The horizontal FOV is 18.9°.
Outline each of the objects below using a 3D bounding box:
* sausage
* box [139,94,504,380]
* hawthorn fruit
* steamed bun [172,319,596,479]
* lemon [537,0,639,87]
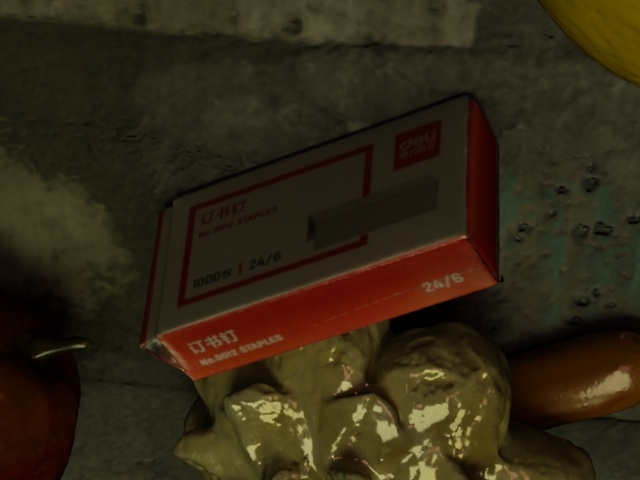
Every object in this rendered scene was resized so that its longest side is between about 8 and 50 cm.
[{"bbox_3d":[0.155,0.101,1.316,0.183,0.054,0.062,-16,106,26],"label":"sausage"},{"bbox_3d":[0.000,0.000,1.184,0.229,0.123,0.050,-18,133,24],"label":"box"},{"bbox_3d":[-0.261,0.123,1.291,0.261,0.224,0.224,-39,122,12],"label":"hawthorn fruit"},{"bbox_3d":[0.035,0.170,1.308,0.292,0.137,0.295,12,136,14],"label":"steamed bun"},{"bbox_3d":[0.202,-0.188,0.895,0.228,0.228,0.253,17,135,-10],"label":"lemon"}]
